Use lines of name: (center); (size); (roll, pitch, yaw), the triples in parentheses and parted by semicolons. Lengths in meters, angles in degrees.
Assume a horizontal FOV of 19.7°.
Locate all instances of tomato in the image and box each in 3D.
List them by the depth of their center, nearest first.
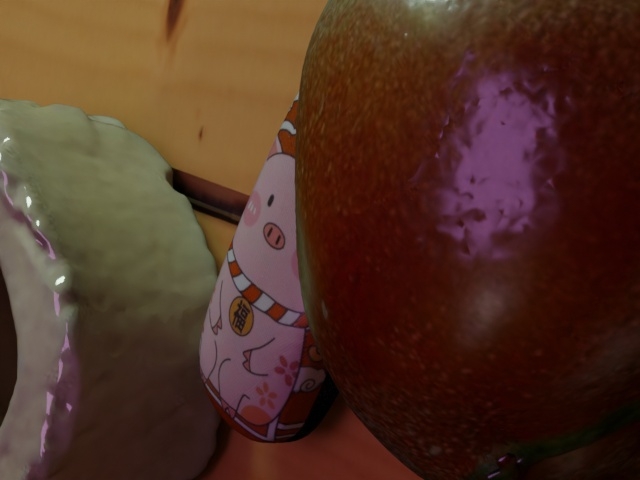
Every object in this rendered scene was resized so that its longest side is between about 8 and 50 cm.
tomato: (0.125, -0.031, 0.818); (0.303, 0.303, 0.239); (-53, 54, 31)

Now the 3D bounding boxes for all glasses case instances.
glasses case: (0.000, 0.000, 1.112); (0.103, 0.067, 0.267); (40, 116, 40)

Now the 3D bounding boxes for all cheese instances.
cheese: (-0.213, 0.049, 1.281); (0.292, 0.153, 0.332); (-41, 60, 38)
